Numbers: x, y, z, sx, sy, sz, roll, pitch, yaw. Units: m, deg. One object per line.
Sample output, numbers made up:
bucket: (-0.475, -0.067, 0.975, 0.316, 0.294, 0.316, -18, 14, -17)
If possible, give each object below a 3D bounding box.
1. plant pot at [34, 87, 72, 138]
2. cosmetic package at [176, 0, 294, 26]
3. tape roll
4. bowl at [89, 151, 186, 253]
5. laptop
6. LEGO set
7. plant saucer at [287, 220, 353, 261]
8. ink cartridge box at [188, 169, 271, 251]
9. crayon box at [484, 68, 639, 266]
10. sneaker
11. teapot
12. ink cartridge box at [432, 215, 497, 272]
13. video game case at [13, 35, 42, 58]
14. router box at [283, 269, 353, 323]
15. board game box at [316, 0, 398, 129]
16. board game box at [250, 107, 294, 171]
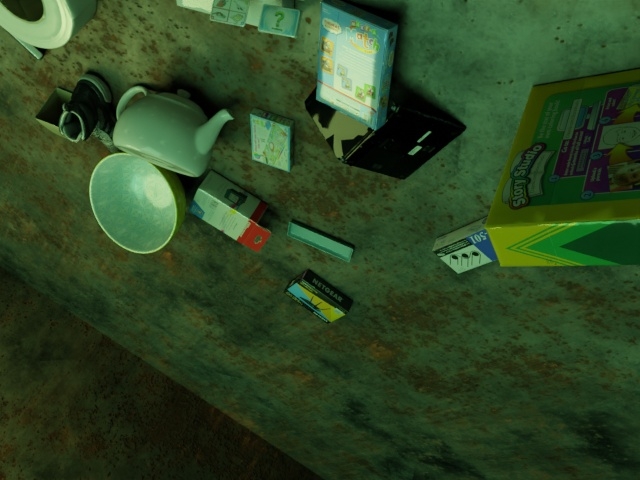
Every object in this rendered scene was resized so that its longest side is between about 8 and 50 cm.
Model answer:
plant pot: (-0.689, -0.332, 1.862, 0.109, 0.109, 0.096, 22, 158, 9)
cosmetic package: (-0.170, -0.488, 1.329, 0.239, 0.060, 0.098, 19, 147, 13)
tape roll: (-0.645, -0.572, 1.516, 0.286, 0.100, 0.286, 18, 144, 14)
bowl: (-0.478, -0.123, 1.905, 0.290, 0.156, 0.289, 9, 113, 22)
laptop: (0.130, -0.265, 1.456, 0.265, 0.136, 0.234, 12, 153, -24)
LEGO set: (-0.139, -0.482, 1.233, 0.244, 0.060, 0.182, 17, 100, 18)
plant saucer: (0.000, 0.000, 1.887, 0.192, 0.018, 0.067, 23, 146, 6)
ink cartridge box: (-0.238, -0.078, 1.895, 0.231, 0.078, 0.134, 32, 146, -6)
crayon box: (0.465, -0.124, 1.093, 0.313, 0.362, 0.106, -3, 136, 38)
sneaker: (-0.600, -0.292, 1.800, 0.101, 0.153, 0.268, 14, 143, 20)
teapot: (-0.366, -0.276, 1.645, 0.256, 0.187, 0.252, 20, 176, -18)
ink cartridge box: (0.372, 0.008, 1.614, 0.097, 0.046, 0.207, 39, 144, -18)
video game case: (-0.753, -0.508, 1.686, 0.157, 0.019, 0.143, 45, 173, -23)
router box: (-0.008, 0.174, 2.093, 0.179, 0.046, 0.133, 36, 145, -11)
board game box: (0.065, -0.338, 1.312, 0.160, 0.039, 0.211, 33, 142, 27)
board game box: (-0.115, -0.240, 1.644, 0.104, 0.026, 0.154, 20, 145, 11)
